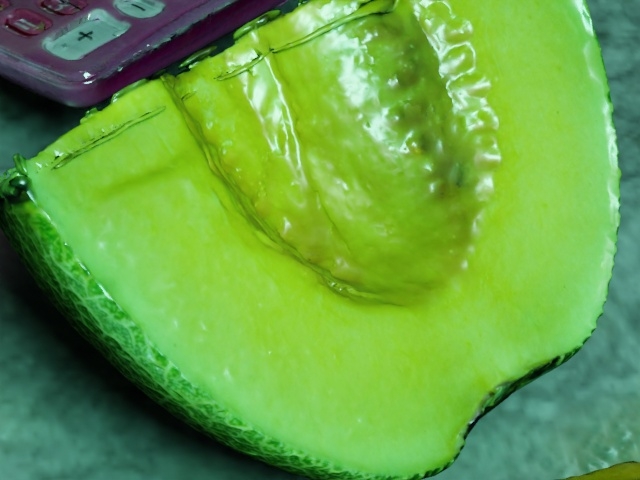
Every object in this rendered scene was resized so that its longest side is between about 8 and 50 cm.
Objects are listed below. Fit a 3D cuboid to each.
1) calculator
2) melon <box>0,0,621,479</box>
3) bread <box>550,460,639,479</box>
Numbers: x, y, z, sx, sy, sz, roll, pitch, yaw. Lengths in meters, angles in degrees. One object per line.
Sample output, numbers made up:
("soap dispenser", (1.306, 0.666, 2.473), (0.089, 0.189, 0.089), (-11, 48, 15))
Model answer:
("calculator", (-0.070, -0.117, 0.726), (0.126, 0.034, 0.190), (29, 52, 34))
("melon", (0.000, 0.000, 0.664), (0.265, 0.129, 0.169), (-33, 97, -37))
("bread", (0.033, 0.185, 0.539), (0.344, 0.149, 0.195), (-15, 68, -28))
